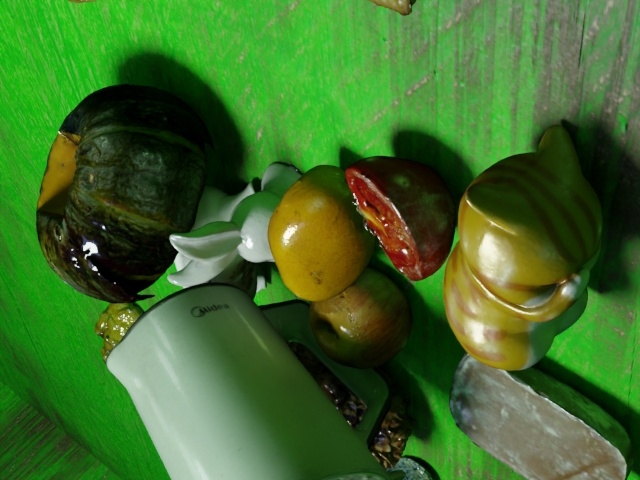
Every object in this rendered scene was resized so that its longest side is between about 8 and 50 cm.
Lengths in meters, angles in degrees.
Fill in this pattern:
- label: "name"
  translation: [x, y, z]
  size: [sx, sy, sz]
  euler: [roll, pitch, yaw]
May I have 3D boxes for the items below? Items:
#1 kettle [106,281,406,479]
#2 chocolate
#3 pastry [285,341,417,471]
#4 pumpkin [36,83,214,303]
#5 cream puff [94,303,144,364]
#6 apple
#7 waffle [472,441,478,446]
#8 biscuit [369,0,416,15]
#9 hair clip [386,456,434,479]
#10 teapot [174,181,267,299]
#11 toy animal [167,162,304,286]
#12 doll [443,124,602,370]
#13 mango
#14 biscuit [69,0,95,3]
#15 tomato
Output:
- label: "kettle"
  translation: [-0.059, 0.243, 1.736]
  size: [0.376, 0.361, 0.250]
  euler: [52, 145, 35]
- label: "chocolate"
  translation: [0.290, 0.230, 1.622]
  size: [0.254, 0.080, 0.156]
  euler: [33, 137, 23]
- label: "pastry"
  translation: [0.011, 0.270, 1.975]
  size: [0.275, 0.193, 0.275]
  euler: [38, 158, 18]
- label: "pumpkin"
  translation: [-0.285, -0.071, 1.791]
  size: [0.192, 0.320, 0.320]
  euler: [16, 166, -25]
- label: "cream puff"
  translation: [-0.411, 0.198, 2.609]
  size: [0.146, 0.116, 0.146]
  euler: [37, 158, 18]
- label: "apple"
  translation: [0.052, 0.109, 1.742]
  size: [0.146, 0.146, 0.146]
  euler: [35, 153, 21]
- label: "waffle"
  translation: [0.274, 0.267, 1.756]
  size: [0.184, 0.036, 0.169]
  euler: [31, 149, 24]
- label: "biscuit"
  translation: [0.015, -0.342, 1.224]
  size: [0.172, 0.029, 0.254]
  euler: [28, 150, 31]
- label: "hair clip"
  translation: [0.128, 0.405, 2.190]
  size: [0.066, 0.036, 0.229]
  euler: [46, 149, -13]
- label: "teapot"
  translation: [-0.149, 0.017, 1.911]
  size: [0.298, 0.139, 0.204]
  euler: [99, 150, -63]
- label: "toy animal"
  translation: [-0.093, 0.000, 1.693]
  size: [0.131, 0.221, 0.103]
  euler: [41, 150, 12]
- label: "doll"
  translation: [0.212, 0.019, 1.328]
  size: [0.162, 0.166, 0.269]
  euler: [37, 151, 13]
- label: "mango"
  translation: [0.004, 0.004, 1.628]
  size: [0.102, 0.141, 0.217]
  euler: [48, 146, 30]
- label: "biscuit"
  translation: [-0.349, -0.413, 1.665]
  size: [0.187, 0.036, 0.273]
  euler: [27, 150, 34]
- label: "tomato"
  translation: [0.106, -0.037, 1.475]
  size: [0.139, 0.091, 0.159]
  euler: [31, 149, 62]
